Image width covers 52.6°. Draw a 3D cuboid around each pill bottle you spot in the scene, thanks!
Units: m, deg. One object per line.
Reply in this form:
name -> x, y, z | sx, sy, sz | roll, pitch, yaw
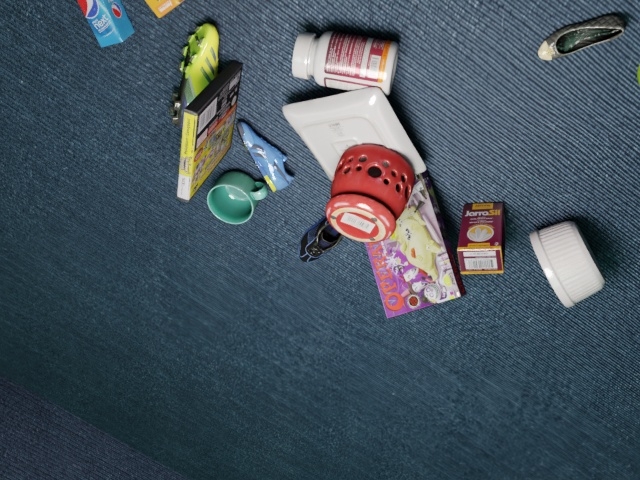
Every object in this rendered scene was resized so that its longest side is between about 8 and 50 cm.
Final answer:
pill bottle -> 0.056, -0.398, 1.444 | 0.221, 0.121, 0.121 | 12, 130, 8

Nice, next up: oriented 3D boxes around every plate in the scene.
plate -> 0.075, -0.231, 1.549 | 0.277, 0.045, 0.278 | -2, 142, 36

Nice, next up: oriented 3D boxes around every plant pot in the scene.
plant pot -> 0.110, -0.100, 1.523 | 0.191, 0.174, 0.191 | 17, 151, 9

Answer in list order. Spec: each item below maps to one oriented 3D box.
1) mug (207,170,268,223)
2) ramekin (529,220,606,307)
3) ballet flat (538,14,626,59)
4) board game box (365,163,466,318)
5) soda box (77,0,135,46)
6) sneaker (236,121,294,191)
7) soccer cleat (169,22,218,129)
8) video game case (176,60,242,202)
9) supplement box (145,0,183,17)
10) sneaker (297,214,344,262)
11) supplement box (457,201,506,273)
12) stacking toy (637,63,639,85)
mug -> -0.218, -0.121, 1.766 | 0.158, 0.097, 0.129 | 15, 130, 4
ramekin -> 0.609, 0.050, 1.586 | 0.109, 0.207, 0.207 | -27, 116, 23
ballet flat -> 0.533, -0.416, 1.330 | 0.173, 0.049, 0.057 | -17, 120, 28
board game box -> 0.215, 0.002, 1.628 | 0.208, 0.056, 0.346 | -23, 78, 34
soda box -> -0.522, -0.569, 1.517 | 0.067, 0.071, 0.210 | -7, 125, 22
sneaker -> -0.143, -0.229, 1.689 | 0.082, 0.069, 0.209 | -32, 108, -1
soccer cleat -> -0.287, -0.396, 1.592 | 0.121, 0.093, 0.289 | 5, 131, -27
video game case -> -0.264, -0.263, 1.549 | 0.035, 0.275, 0.248 | 19, 131, 4
supplement box -> -0.393, -0.619, 1.435 | 0.078, 0.080, 0.233 | -22, 121, 33
sneaker -> 0.000, 0.000, 1.800 | 0.081, 0.090, 0.232 | 32, 129, -9
supplement box -> 0.402, -0.008, 1.605 | 0.104, 0.188, 0.081 | -2, 129, 20
stacking toy -> 0.808, -0.315, 1.274 | 0.309, 0.130, 0.279 | 42, 127, -16
